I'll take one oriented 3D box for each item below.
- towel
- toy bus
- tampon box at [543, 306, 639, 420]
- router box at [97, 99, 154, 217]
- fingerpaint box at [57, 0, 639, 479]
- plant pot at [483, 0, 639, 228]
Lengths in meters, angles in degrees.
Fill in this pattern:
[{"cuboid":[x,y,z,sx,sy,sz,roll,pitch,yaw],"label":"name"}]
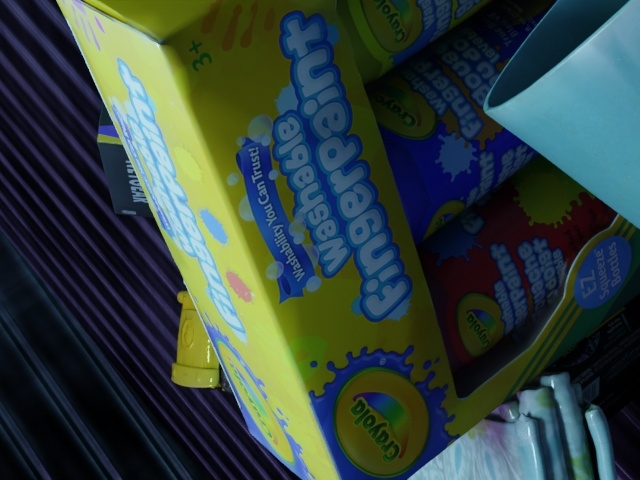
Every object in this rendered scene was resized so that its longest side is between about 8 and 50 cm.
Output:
[{"cuboid":[0.179,0.294,1.310,0.320,0.090,0.375,175,84,-72],"label":"towel"},{"cuboid":[-0.096,0.111,2.100,0.149,0.220,0.211,-3,88,61],"label":"toy bus"},{"cuboid":[0.214,0.097,1.398,0.161,0.120,0.101,42,158,32],"label":"tampon box"},{"cuboid":[-0.194,-0.178,1.692,0.309,0.081,0.243,108,167,-76],"label":"router box"},{"cuboid":[0.064,-0.075,1.093,0.163,0.371,0.445,33,150,47],"label":"fingerpaint box"},{"cuboid":[0.267,-0.094,0.747,0.235,0.293,0.293,42,161,-5],"label":"plant pot"}]
